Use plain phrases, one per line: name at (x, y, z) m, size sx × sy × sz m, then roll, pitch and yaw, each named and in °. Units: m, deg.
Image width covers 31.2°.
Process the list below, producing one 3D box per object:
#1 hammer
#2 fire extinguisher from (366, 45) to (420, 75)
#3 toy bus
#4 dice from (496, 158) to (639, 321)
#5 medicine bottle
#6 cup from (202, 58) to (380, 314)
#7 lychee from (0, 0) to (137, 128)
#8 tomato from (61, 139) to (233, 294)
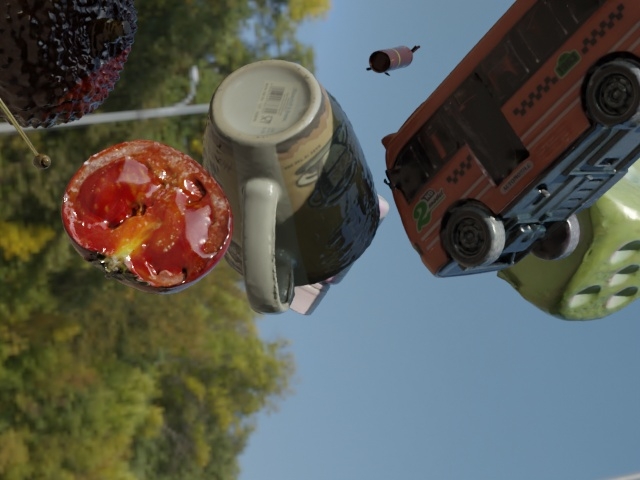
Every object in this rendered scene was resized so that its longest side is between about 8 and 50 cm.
hammer at (-0.276, -0.114, 1.008) m, size 0.029 × 0.014 × 0.123 m, roll 4°, pitch -49°, yaw 54°
fire extinguisher at (0.120, -0.292, 1.851) m, size 0.056 × 0.132 × 0.039 m, roll -38°, pitch -95°, yaw 28°
toy bus at (0.264, -0.147, 1.330) m, size 0.427 × 0.203 × 0.233 m, roll -47°, pitch -118°, yaw 34°
dice at (0.437, -0.031, 1.918) m, size 0.250 × 0.254 × 0.252 m, roll -55°, pitch -131°, yaw 32°
medicine bottle at (0.000, 0.000, 2.086) m, size 0.254 × 0.152 × 0.152 m, roll -57°, pitch -154°, yaw 6°
cup at (-0.060, -0.064, 1.443) m, size 0.257 × 0.227 × 0.301 m, roll 70°, pitch 24°, yaw -56°
lychee at (-0.399, -0.298, 1.618) m, size 0.304 × 0.275 × 0.276 m, roll 6°, pitch -73°, yaw 29°
tomato at (-0.162, -0.012, 1.093) m, size 0.139 × 0.159 × 0.091 m, roll -62°, pitch 174°, yaw -21°
